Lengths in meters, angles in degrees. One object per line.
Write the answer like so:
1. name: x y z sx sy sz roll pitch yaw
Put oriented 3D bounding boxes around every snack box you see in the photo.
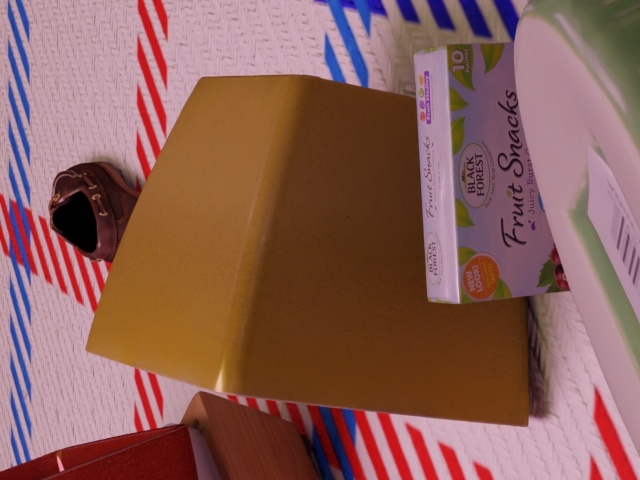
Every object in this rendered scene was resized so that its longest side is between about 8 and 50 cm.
1. snack box: 0.105 -0.040 1.037 0.037 0.100 0.141 2 97 61

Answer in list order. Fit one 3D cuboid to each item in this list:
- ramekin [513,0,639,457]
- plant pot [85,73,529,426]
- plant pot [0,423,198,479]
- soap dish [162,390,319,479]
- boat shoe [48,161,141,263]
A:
1. ramekin: 0.188 0.007 0.708 0.303 0.148 0.303 160 90 -88
2. plant pot: 0.000 0.000 1.148 0.212 0.212 0.187 7 89 61
3. plant pot: -0.218 0.291 1.308 0.267 0.267 0.236 -19 90 61
4. soap dish: -0.052 0.288 1.365 0.291 0.118 0.229 65 146 31
5. boat shoe: -0.204 -0.025 1.641 0.207 0.073 0.073 22 115 60
